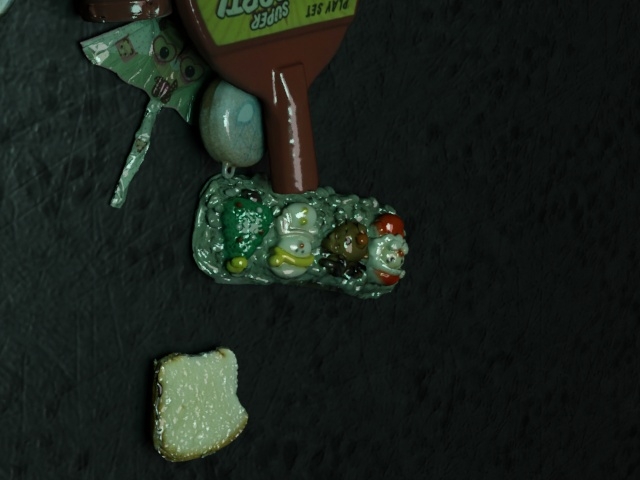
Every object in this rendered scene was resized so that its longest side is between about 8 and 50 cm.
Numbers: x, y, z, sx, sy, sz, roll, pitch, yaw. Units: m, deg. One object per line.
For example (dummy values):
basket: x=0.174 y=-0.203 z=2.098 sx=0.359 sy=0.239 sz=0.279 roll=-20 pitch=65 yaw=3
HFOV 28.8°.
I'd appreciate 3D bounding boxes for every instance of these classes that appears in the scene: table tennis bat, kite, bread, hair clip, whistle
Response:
table tennis bat: x=-0.048 y=-0.252 z=1.319 sx=0.268 sy=0.051 sz=0.415 roll=-21 pitch=113 yaw=-42
kite: x=-0.176 y=-0.152 z=1.340 sx=0.229 sy=0.012 sz=0.250 roll=28 pitch=82 yaw=-43
bread: x=-0.146 y=0.184 z=1.436 sx=0.129 sy=0.044 sz=0.126 roll=-8 pitch=99 yaw=-37
hair clip: x=0.000 y=0.000 z=1.483 sx=0.321 sy=0.091 sz=0.138 roll=7 pitch=93 yaw=-43
whistle: x=-0.085 y=-0.174 z=1.379 sx=0.107 sy=0.057 sz=0.220 roll=25 pitch=75 yaw=-58

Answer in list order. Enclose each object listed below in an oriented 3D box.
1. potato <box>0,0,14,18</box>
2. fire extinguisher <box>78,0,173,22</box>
potato: x=-0.374 y=-0.309 z=1.023 sx=0.300 sy=0.196 sz=0.246 roll=78 pitch=33 yaw=-59
fire extinguisher: x=-0.208 y=-0.352 z=1.211 sx=0.105 sy=0.105 sz=0.269 roll=-19 pitch=113 yaw=-37
